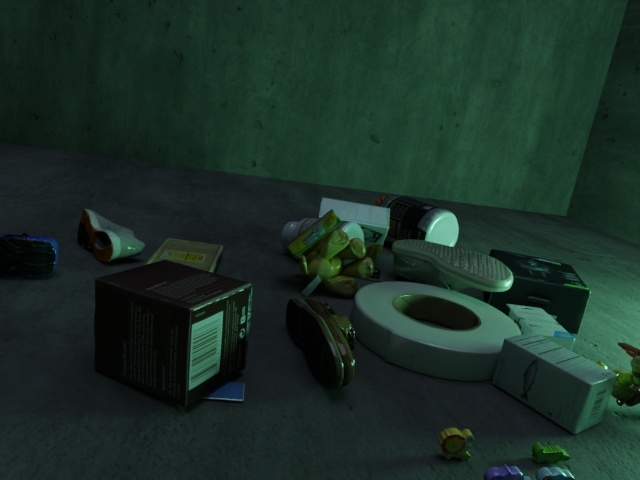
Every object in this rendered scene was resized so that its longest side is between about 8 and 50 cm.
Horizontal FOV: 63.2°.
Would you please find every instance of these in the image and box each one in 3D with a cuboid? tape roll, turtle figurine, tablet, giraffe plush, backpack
[{"bbox_3d":[0.262,0.196,1.213,0.392,0.072,0.392,9,15,-2],"label":"tape roll"},{"bbox_3d":[0.614,0.281,1.002,0.217,0.087,0.269,20,-23,8],"label":"turtle figurine"},{"bbox_3d":[-0.169,0.252,0.872,0.083,0.006,0.054,6,16,-8],"label":"tablet"},{"bbox_3d":[0.020,0.067,1.438,0.210,0.181,0.170,-30,12,-8],"label":"giraffe plush"},{"bbox_3d":[-0.674,0.029,1.209,0.120,0.098,0.101,3,13,-19],"label":"backpack"}]

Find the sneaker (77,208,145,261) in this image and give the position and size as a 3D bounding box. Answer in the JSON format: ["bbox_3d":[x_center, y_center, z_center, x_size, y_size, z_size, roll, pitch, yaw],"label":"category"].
[{"bbox_3d":[-0.584,-0.010,1.447,0.121,0.099,0.262,4,22,-46],"label":"sneaker"}]

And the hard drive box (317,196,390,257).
[{"bbox_3d":[0.102,-0.041,1.752,0.232,0.181,0.089,9,54,0],"label":"hard drive box"}]

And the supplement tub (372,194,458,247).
[{"bbox_3d":[0.340,-0.058,1.953,0.193,0.193,0.316,-3,20,-38],"label":"supplement tub"}]

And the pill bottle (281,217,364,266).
[{"bbox_3d":[0.000,0.000,1.614,0.246,0.136,0.136,7,11,38],"label":"pill bottle"}]

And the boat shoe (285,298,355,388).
[{"bbox_3d":[0.019,0.185,1.027,0.104,0.110,0.307,3,17,-19],"label":"boat shoe"}]

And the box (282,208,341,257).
[{"bbox_3d":[-0.026,-0.013,1.397,0.043,0.179,0.105,54,4,-6],"label":"box"}]

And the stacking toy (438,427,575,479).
[{"bbox_3d":[0.298,0.341,0.741,0.221,0.052,0.167,7,15,-10],"label":"stacking toy"}]

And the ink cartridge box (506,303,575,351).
[{"bbox_3d":[0.533,0.223,1.290,0.104,0.060,0.180,8,15,-3],"label":"ink cartridge box"}]

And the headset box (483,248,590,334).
[{"bbox_3d":[0.608,0.141,1.501,0.246,0.131,0.283,12,16,13],"label":"headset box"}]

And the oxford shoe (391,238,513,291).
[{"bbox_3d":[0.358,0.091,1.472,0.169,0.130,0.449,-3,10,-28],"label":"oxford shoe"}]

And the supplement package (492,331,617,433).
[{"bbox_3d":[0.443,0.266,0.997,0.105,0.105,0.179,-2,19,-36],"label":"supplement package"}]

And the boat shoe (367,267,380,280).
[{"bbox_3d":[0.122,0.089,1.577,0.125,0.038,0.046,16,17,22],"label":"boat shoe"}]

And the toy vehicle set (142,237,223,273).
[{"bbox_3d":[-0.365,0.056,1.413,0.166,0.035,0.267,8,15,-5],"label":"toy vehicle set"}]

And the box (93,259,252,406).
[{"bbox_3d":[-0.249,0.145,0.887,0.203,0.168,0.167,13,15,24],"label":"box"}]
